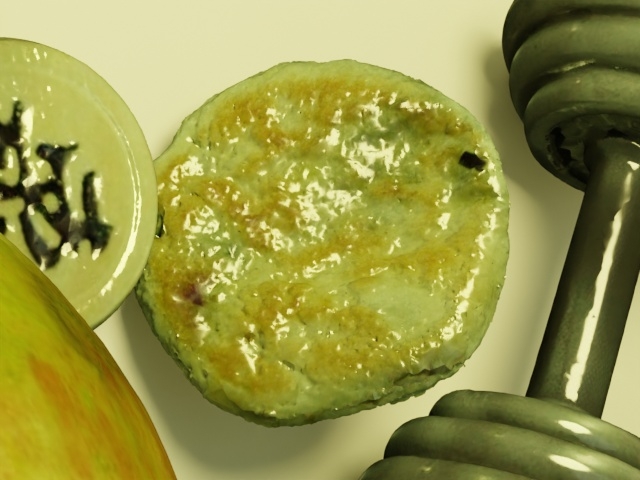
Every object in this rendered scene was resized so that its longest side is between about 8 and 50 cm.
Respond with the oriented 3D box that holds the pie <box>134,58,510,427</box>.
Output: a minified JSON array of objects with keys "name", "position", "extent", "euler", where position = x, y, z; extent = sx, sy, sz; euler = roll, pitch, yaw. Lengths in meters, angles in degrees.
[{"name":"pie","position":[0.000,0.000,0.862],"extent":[0.187,0.041,0.187],"euler":[-2,69,4]}]

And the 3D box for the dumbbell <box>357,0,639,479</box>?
[{"name":"dumbbell","position":[0.141,0.028,0.939],"extent":[0.179,0.179,0.406],"euler":[31,66,-30]}]

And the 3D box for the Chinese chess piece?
[{"name":"Chinese chess piece","position":[-0.140,-0.019,0.808],"extent":[0.144,0.058,0.144],"euler":[6,80,-35]}]

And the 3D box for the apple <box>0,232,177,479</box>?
[{"name":"apple","position":[-0.208,0.121,0.576],"extent":[0.339,0.339,0.340],"euler":[6,80,-36]}]
